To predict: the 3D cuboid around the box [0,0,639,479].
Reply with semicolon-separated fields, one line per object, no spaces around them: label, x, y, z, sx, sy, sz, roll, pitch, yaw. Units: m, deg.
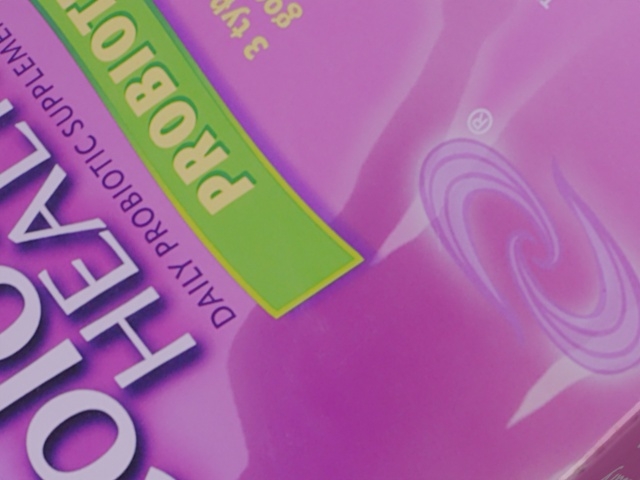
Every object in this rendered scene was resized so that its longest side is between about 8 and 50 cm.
box;0.000;0.000;0.480;0.243;0.213;0.117;-45;153;9
